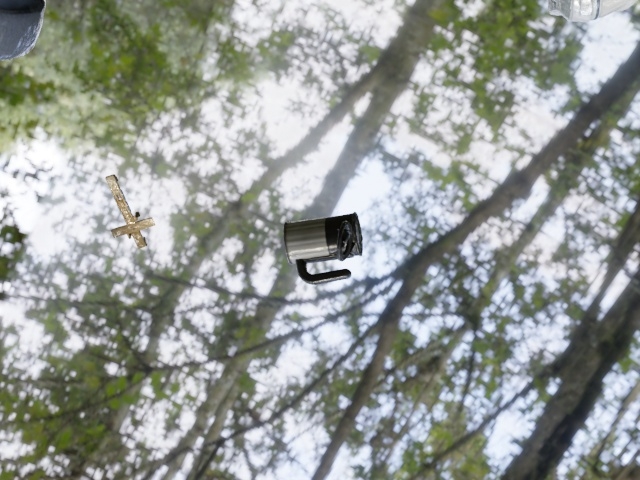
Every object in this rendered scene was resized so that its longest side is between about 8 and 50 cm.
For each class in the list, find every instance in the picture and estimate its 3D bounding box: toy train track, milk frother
[{"bbox_3d":[-0.197,-0.031,1.001,0.048,0.083,0.014,-16,-156,12],"label":"toy train track"},{"bbox_3d":[0.000,0.000,1.762,0.135,0.143,0.129,-8,-122,10],"label":"milk frother"}]

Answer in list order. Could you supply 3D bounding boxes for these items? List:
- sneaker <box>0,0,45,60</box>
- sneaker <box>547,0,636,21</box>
[{"bbox_3d":[-0.235,-0.189,0.373,0.319,0.131,0.112,28,-158,-27],"label":"sneaker"},{"bbox_3d":[0.322,-0.309,1.165,0.091,0.094,0.258,-5,-154,6],"label":"sneaker"}]
